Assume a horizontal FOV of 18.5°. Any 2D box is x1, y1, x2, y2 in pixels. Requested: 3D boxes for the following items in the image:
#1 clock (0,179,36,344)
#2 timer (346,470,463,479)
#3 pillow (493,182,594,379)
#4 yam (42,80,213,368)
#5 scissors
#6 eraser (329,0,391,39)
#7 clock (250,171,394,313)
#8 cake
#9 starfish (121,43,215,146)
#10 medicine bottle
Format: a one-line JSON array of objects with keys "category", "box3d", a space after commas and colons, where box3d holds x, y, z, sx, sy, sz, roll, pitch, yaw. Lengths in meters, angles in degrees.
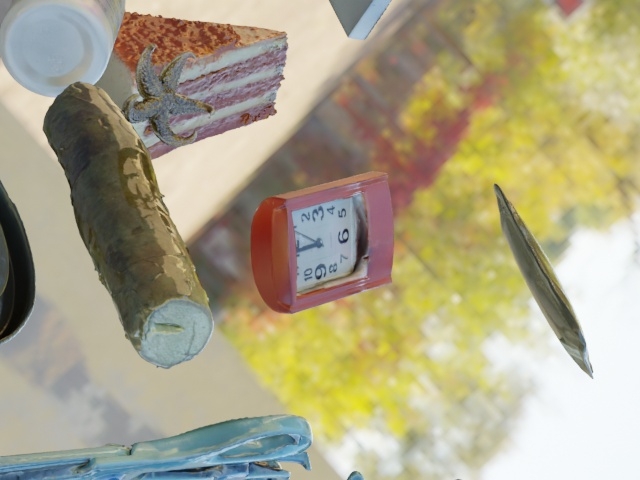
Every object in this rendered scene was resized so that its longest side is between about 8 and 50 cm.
[{"category": "clock", "box3d": [-0.466, -0.012, 2.353, 0.067, 0.325, 0.325, -27, -176, 22]}, {"category": "timer", "box3d": [0.074, 0.370, 2.091, 0.175, 0.175, 0.255, 90, 3, -87]}, {"category": "pillow", "box3d": [0.234, 0.042, 2.074, 0.033, 0.217, 0.130, -26, 148, 0]}, {"category": "yam", "box3d": [-0.147, -0.021, 1.471, 0.071, 0.317, 0.067, 1, 123, -23]}, {"category": "scissors", "box3d": [-0.177, 0.191, 1.646, 0.393, 0.032, 0.180, 0, 151, -33]}, {"category": "eraser", "box3d": [0.052, -0.278, 1.859, 0.023, 0.104, 0.150, 5, 136, -36]}, {"category": "clock", "box3d": [0.000, 0.000, 1.888, 0.061, 0.113, 0.155, 8, -164, 40]}, {"category": "cake", "box3d": [-0.164, -0.184, 2.456, 0.160, 0.262, 0.158, -98, -163, -48]}, {"category": "starfish", "box3d": [-0.120, -0.111, 1.502, 0.028, 0.091, 0.078, 16, -133, 40]}, {"category": "medicine bottle", "box3d": [-0.238, -0.213, 1.846, 0.103, 0.103, 0.187, -43, -163, 20]}]
